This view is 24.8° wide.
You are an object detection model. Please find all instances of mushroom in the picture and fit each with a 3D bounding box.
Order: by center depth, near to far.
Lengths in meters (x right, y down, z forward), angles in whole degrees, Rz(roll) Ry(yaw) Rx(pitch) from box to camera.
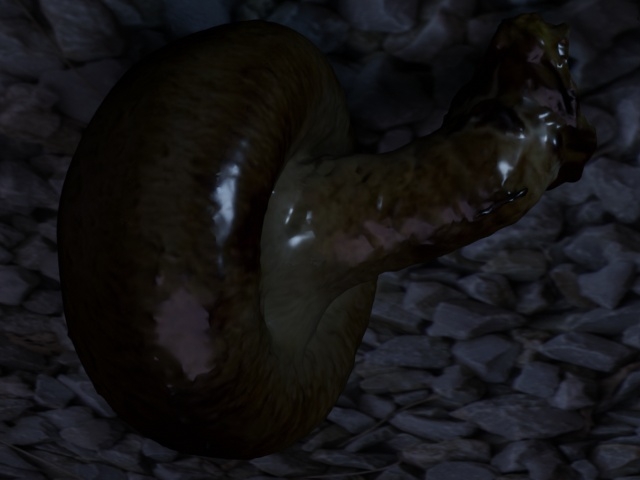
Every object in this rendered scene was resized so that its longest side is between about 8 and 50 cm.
[{"bbox_3d":[-0.007,0.010,1.081,0.356,0.334,0.331,17,146,3],"label":"mushroom"}]

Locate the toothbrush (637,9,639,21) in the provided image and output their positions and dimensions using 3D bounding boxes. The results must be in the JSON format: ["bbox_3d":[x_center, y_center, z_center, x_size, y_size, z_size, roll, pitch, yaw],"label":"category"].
[{"bbox_3d":[0.253,-0.233,0.918,0.026,0.024,0.288,20,147,6],"label":"toothbrush"}]
